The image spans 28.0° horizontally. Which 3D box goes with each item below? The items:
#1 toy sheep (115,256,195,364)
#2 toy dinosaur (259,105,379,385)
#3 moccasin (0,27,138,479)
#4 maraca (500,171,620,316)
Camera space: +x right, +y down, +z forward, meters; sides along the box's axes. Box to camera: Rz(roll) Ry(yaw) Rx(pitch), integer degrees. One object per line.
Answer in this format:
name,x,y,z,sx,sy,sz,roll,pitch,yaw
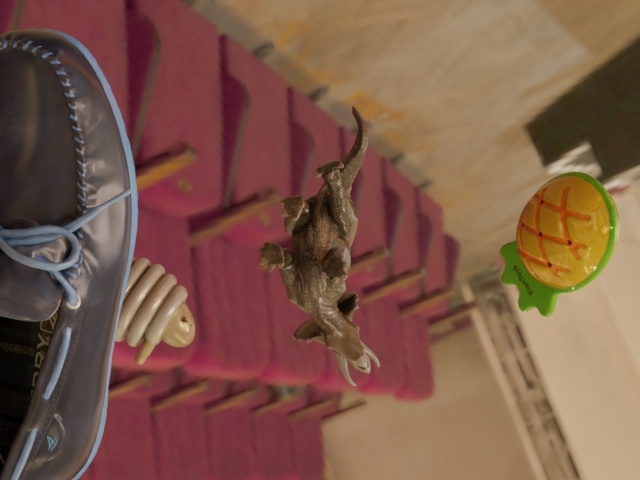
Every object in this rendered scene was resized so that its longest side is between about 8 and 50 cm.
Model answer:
toy sheep,-0.175,0.058,1.204,0.091,0.132,0.091,-58,-177,6
toy dinosaur,0.000,0.000,1.490,0.121,0.313,0.160,-3,161,6
moccasin,-0.196,0.031,0.871,0.138,0.342,0.117,5,-165,22
maraca,0.270,0.005,1.464,0.099,0.127,0.185,0,138,-37
